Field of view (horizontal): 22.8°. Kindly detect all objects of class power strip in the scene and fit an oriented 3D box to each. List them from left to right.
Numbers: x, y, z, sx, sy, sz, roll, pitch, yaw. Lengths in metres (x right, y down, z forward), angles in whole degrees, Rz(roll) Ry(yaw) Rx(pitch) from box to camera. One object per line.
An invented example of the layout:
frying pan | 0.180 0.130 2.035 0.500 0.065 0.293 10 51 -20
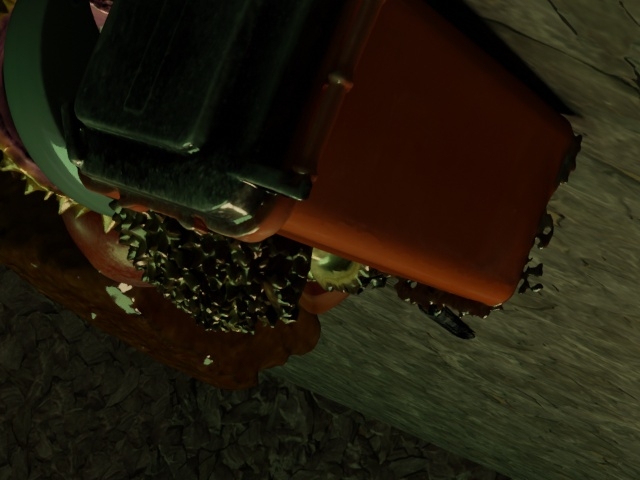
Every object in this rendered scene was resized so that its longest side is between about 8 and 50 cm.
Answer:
power strip | -0.120 -0.078 1.025 0.044 0.137 0.216 -8 139 44

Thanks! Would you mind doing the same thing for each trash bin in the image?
trash bin | 0.018 -0.056 0.794 0.239 0.161 0.184 25 175 -41

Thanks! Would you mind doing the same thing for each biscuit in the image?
biscuit | -0.226 0.041 1.981 0.343 0.166 0.395 17 166 39

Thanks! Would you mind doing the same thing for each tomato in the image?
tomato | -0.144 -0.032 1.378 0.167 0.167 0.167 26 171 4

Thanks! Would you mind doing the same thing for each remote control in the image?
remote control | 0.132 0.085 1.673 0.039 0.014 0.096 21 170 33

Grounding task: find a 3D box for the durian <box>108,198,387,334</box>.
durian | -0.029 -0.041 0.953 0.167 0.196 0.196 25 171 22

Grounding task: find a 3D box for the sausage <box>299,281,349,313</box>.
sausage | 0.000 0.000 1.333 0.083 0.089 0.300 39 173 8

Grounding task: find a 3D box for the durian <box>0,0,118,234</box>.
durian | -0.140 -0.096 1.156 0.260 0.154 0.186 37 -166 -13
